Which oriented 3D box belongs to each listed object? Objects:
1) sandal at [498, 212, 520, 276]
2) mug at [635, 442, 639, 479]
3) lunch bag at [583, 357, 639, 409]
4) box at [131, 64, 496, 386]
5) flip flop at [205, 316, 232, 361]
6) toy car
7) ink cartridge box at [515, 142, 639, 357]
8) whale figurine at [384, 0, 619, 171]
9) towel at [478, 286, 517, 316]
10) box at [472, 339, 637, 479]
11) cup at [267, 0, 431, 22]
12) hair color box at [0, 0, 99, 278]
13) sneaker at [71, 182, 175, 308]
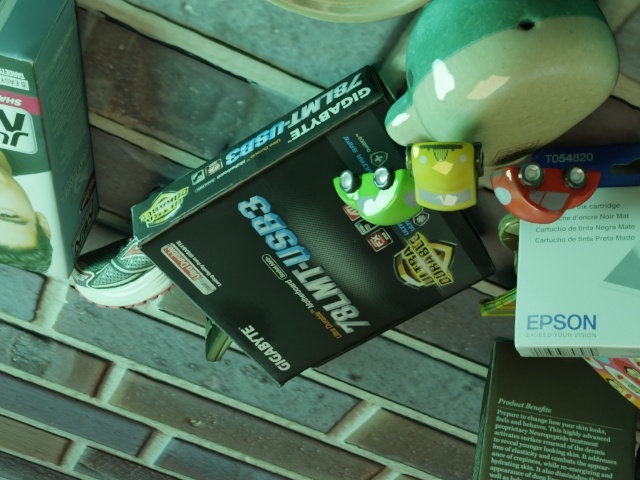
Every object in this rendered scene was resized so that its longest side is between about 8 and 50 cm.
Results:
[{"bbox_3d":[0.235,-0.004,1.134,0.072,0.049,0.180,-17,153,18],"label":"sandal"},{"bbox_3d":[0.562,0.369,1.286,0.374,0.328,0.276,14,144,0],"label":"mug"},{"bbox_3d":[0.373,0.125,1.095,0.258,0.120,0.293,39,175,13],"label":"lunch bag"},{"bbox_3d":[0.000,0.000,1.114,0.293,0.073,0.295,-30,131,10],"label":"box"},{"bbox_3d":[-0.086,0.075,1.329,0.080,0.112,0.277,13,141,-23],"label":"flip flop"},{"bbox_3d":[0.106,-0.042,0.940,0.225,0.053,0.239,-4,173,45],"label":"toy car"},{"bbox_3d":[0.299,0.000,0.974,0.223,0.224,0.045,-2,158,21],"label":"ink cartridge box"},{"bbox_3d":[0.157,-0.147,0.930,0.216,0.141,0.272,-16,165,-2],"label":"whale figurine"},{"bbox_3d":[0.295,0.037,1.173,0.102,0.021,0.237,2,156,-39],"label":"towel"},{"bbox_3d":[0.282,0.329,1.288,0.191,0.381,0.143,10,146,7],"label":"box"},{"bbox_3d":[0.027,-0.282,0.662,0.331,0.237,0.331,10,150,6],"label":"cup"},{"bbox_3d":[-0.363,-0.120,1.144,0.185,0.114,0.374,13,145,2],"label":"hair color box"},{"bbox_3d":[-0.187,-0.010,1.240,0.299,0.121,0.112,-21,117,30],"label":"sneaker"}]
